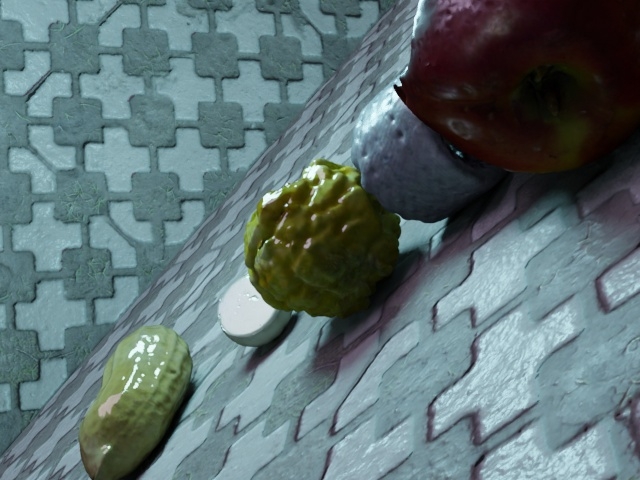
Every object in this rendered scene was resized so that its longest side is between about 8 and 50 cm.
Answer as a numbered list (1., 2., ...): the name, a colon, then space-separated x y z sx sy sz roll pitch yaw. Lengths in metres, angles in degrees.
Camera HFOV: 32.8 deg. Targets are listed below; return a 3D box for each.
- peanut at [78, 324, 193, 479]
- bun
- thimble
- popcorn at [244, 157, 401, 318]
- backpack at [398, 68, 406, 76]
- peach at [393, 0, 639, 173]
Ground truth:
1. peanut: -0.338 0.290 1.991 0.174 0.158 0.340 -17 27 20
2. bun: -0.105 0.130 1.902 0.138 0.094 0.138 -15 50 19
3. thimble: 0.162 -0.151 1.612 0.157 0.217 0.246 -36 31 40
4. popcorn: 0.003 0.004 1.659 0.249 0.249 0.225 -48 0 -10
5. backpack: 0.196 -0.301 2.217 0.165 0.106 0.120 -32 22 39
6. peach: 0.274 -0.271 1.388 0.417 0.353 0.339 -91 12 -55
